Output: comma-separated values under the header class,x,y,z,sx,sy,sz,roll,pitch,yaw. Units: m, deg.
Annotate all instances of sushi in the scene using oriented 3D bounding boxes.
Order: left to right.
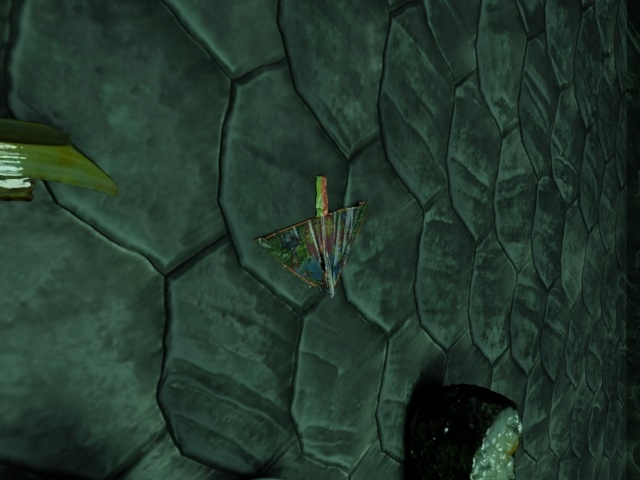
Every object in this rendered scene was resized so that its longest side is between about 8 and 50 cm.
class,x,y,z,sx,sy,sz,roll,pitch,yaw
sushi,0.266,0.438,1.052,0.211,0.171,0.350,-13,106,-44

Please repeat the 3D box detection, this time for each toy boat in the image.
class,x,y,z,sx,sy,sz,roll,pitch,yaw
toy boat,-0.251,-0.061,0.462,0.172,0.065,0.066,-1,121,-47

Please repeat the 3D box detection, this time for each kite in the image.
class,x,y,z,sx,sy,sz,roll,pitch,yaw
kite,0.000,0.000,0.788,0.241,0.014,0.183,-14,107,-44

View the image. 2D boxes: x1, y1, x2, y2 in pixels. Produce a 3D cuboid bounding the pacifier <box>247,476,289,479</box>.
class,x,y,z,sx,sy,sz,roll,pitch,yaw
pacifier,-0.058,0.466,0.691,0.244,0.299,0.233,-28,156,-32
